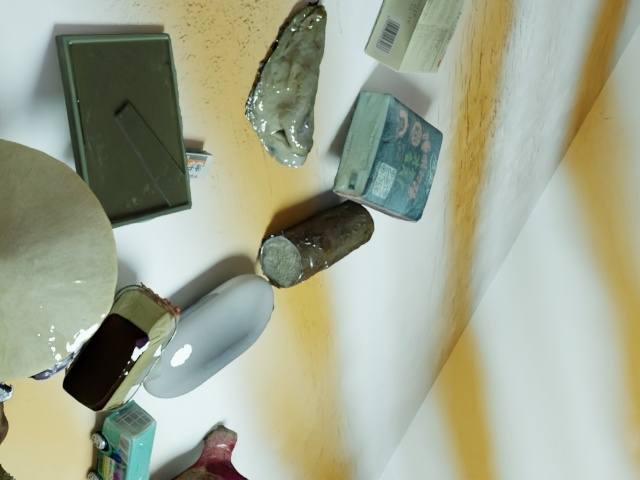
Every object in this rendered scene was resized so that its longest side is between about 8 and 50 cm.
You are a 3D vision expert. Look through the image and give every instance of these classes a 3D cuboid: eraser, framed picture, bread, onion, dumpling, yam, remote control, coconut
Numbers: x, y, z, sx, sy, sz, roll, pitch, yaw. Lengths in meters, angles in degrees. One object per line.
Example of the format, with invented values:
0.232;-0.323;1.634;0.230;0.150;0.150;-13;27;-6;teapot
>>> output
-0.233;-0.128;1.366;0.122;0.029;0.052;-3;123;-57;eraser
-0.269;-0.156;1.160;0.192;0.018;0.266;-17;106;-49;framed picture
-0.327;0.183;1.396;0.224;0.142;0.212;-53;179;10;bread
-0.253;0.629;1.928;0.348;0.347;0.386;57;35;-61;onion
-0.047;-0.249;1.474;0.166;0.086;0.332;-33;141;-41;dumpling
0.001;0.002;1.780;0.279;0.131;0.131;-28;142;-42;yam
-0.221;0.192;1.655;0.332;0.103;0.221;-37;148;-32;remote control
-0.385;0.024;0.962;0.328;0.328;0.329;-38;148;-29;coconut

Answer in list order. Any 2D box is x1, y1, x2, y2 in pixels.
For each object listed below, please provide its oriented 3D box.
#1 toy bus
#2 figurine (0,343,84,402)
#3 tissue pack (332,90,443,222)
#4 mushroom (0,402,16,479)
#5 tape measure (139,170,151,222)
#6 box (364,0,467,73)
-0.398;0.440;1.654;0.091;0.109;0.262;-33;147;-47;toy bus
-0.439;0.155;1.241;0.222;0.145;0.145;-21;138;-47;figurine
0.158;-0.174;1.807;0.315;0.103;0.228;16;91;-61;tissue pack
-0.502;0.318;1.226;0.148;0.217;0.227;-38;148;-28;mushroom
-0.288;-0.018;1.243;0.164;0.084;0.331;-6;103;-55;tape measure
0.201;-0.446;1.632;0.168;0.095;0.212;-11;130;-51;box
